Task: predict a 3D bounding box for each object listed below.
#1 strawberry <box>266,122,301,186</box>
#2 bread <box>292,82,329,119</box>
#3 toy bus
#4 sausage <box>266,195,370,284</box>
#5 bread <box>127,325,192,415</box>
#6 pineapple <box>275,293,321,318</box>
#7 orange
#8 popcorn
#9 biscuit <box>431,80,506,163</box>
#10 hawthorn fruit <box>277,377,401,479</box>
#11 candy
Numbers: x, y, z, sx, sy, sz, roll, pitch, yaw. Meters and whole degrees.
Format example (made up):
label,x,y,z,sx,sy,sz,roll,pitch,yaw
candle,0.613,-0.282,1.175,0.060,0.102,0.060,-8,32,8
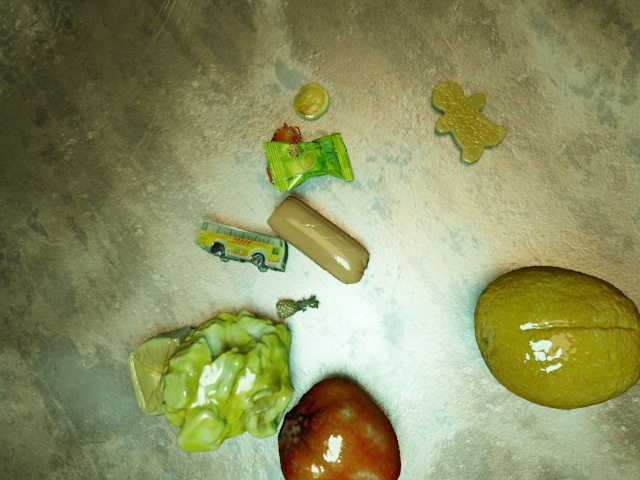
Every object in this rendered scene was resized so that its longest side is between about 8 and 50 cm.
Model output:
label,x,y,z,sx,sy,sz,roll,pitch,yaw
strawberry,-0.095,-0.235,1.163,0.121,0.082,0.188,5,80,-16
bread,-0.028,-0.411,1.189,0.109,0.024,0.110,0,86,8
toy bus,-0.220,0.018,1.151,0.267,0.092,0.106,14,78,9
sausage,0.001,0.001,1.104,0.304,0.121,0.121,36,91,7
bread,-0.429,0.367,1.138,0.192,0.110,0.210,-22,83,12
pineapple,-0.061,0.187,1.131,0.124,0.058,0.058,-10,84,6
orange,0.544,0.213,0.924,0.356,0.322,0.323,0,85,-11
popcorn,-0.234,0.358,1.034,0.333,0.294,0.293,3,119,-21
biscuit,0.398,-0.338,1.122,0.158,0.035,0.240,-32,83,2
hawthorn fruit,0.047,0.500,0.986,0.311,0.295,0.295,11,87,5
candy,-0.026,-0.218,1.107,0.246,0.069,0.149,-14,86,-18
